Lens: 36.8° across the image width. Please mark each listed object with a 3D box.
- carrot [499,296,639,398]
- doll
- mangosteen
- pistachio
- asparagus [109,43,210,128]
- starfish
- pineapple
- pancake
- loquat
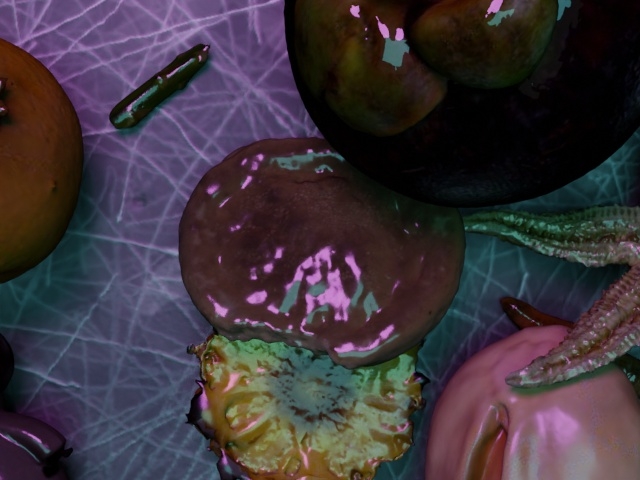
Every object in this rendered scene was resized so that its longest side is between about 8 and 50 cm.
[{"bbox_3d":[0.233,0.094,0.868,0.165,0.035,0.035,32,93,-3],"label":"carrot"},{"bbox_3d":[-0.298,0.194,0.806,0.182,0.117,0.257,-28,100,8],"label":"doll"},{"bbox_3d":[0.099,-0.174,0.700,0.300,0.300,0.300,0,96,-3],"label":"mangosteen"},{"bbox_3d":[0.182,0.220,0.811,0.187,0.187,0.299,4,96,-4],"label":"pistachio"},{"bbox_3d":[-0.136,-0.133,0.830,0.108,0.021,0.025,-39,101,1],"label":"asparagus"},{"bbox_3d":[0.290,-0.010,0.796,0.358,0.078,0.347,9,64,20],"label":"starfish"},{"bbox_3d":[-0.012,0.124,0.833,0.225,0.076,0.225,0,90,-4],"label":"pineapple"},{"bbox_3d":[0.000,-0.001,0.791,0.236,0.042,0.222,31,71,18],"label":"pancake"},{"bbox_3d":[-0.284,-0.060,0.737,0.208,0.208,0.208,0,96,-3],"label":"loquat"}]
